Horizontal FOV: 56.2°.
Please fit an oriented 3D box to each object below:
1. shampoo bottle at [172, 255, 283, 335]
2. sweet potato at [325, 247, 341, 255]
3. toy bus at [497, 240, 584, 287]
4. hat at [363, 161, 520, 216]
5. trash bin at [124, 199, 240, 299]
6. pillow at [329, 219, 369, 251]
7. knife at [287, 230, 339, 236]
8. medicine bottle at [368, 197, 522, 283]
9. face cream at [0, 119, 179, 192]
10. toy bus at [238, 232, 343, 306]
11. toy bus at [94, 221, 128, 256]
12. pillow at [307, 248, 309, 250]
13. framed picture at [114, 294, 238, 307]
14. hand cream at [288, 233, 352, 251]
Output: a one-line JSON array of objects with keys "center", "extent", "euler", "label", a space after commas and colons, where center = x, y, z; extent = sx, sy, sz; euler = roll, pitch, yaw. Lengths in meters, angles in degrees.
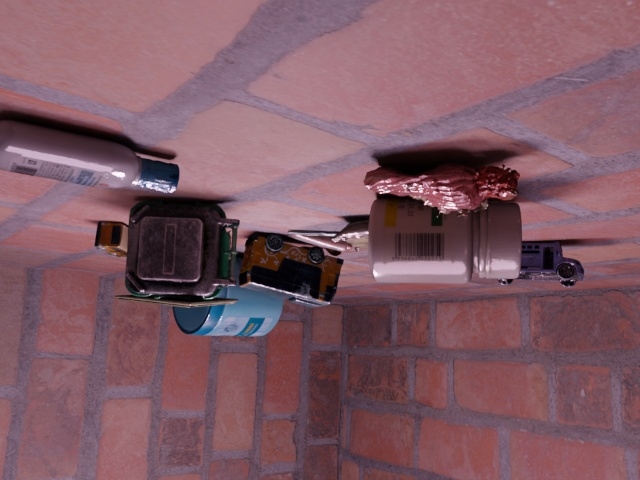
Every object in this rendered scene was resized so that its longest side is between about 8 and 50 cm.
[{"center": [-0.372, 0.223, 2.436], "extent": [0.342, 0.331, 0.331], "euler": [10, 167, -41], "label": "shampoo bottle"}, {"center": [0.052, 0.035, 2.082], "extent": [0.049, 0.049, 0.117], "euler": [-1, 165, 20], "label": "sweet potato"}, {"center": [0.685, 0.072, 1.919], "extent": [0.292, 0.133, 0.125], "euler": [0, 164, 25], "label": "toy bus"}, {"center": [0.250, -0.099, 1.185], "extent": [0.286, 0.107, 0.236], "euler": [1, 180, 35], "label": "hat"}, {"center": [-0.360, 0.035, 1.709], "extent": [0.295, 0.259, 0.381], "euler": [2, 176, 1], "label": "trash bin"}, {"center": [0.139, -0.015, 1.772], "extent": [0.169, 0.059, 0.255], "euler": [-12, 167, 18], "label": "pillow"}, {"center": [0.002, -0.021, 1.896], "extent": [0.210, 0.015, 0.028], "euler": [3, 176, 3], "label": "knife"}, {"center": [0.294, -0.001, 1.424], "extent": [0.339, 0.208, 0.208], "euler": [0, 169, 13], "label": "medicine bottle"}, {"center": [-0.440, -0.150, 1.148], "extent": [0.336, 0.080, 0.163], "euler": [9, 167, -31], "label": "face cream"}, {"center": [-0.102, 0.104, 2.030], "extent": [0.323, 0.194, 0.162], "euler": [17, 165, -17], "label": "toy bus"}, {"center": [-0.655, 0.000, 1.965], "extent": [0.103, 0.091, 0.182], "euler": [2, 167, 5], "label": "toy bus"}, {"center": [-0.044, 0.060, 2.237], "extent": [0.091, 0.055, 0.135], "euler": [-28, 179, -14], "label": "pillow"}, {"center": [-0.399, 0.165, 1.668], "extent": [0.274, 0.017, 0.217], "euler": [2, 178, 30], "label": "framed picture"}, {"center": [0.000, 0.000, 1.955], "extent": [0.209, 0.043, 0.067], "euler": [11, 170, -7], "label": "hand cream"}]
